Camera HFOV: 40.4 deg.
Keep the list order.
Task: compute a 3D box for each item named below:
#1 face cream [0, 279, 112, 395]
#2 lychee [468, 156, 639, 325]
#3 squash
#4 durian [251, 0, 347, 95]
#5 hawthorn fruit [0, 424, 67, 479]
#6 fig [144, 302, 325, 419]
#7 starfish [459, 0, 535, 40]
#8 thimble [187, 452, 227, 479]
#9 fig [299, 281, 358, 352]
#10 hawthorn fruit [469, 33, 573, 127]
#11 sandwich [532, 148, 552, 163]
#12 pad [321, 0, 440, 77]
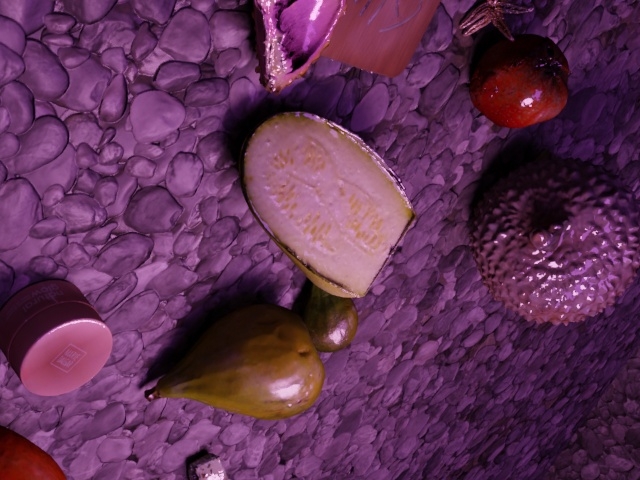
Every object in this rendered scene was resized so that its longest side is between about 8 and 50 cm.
[{"bbox_3d":[-0.407,0.148,1.327,0.149,0.104,0.149,-27,140,-26],"label":"face cream"},{"bbox_3d":[0.528,0.002,1.924,0.380,0.380,0.432,-55,158,9],"label":"lychee"},{"bbox_3d":[0.000,-0.080,1.451,0.233,0.210,0.309,-54,150,-12],"label":"squash"},{"bbox_3d":[-0.044,-0.367,1.227,0.191,0.112,0.341,-44,153,-21],"label":"durian"},{"bbox_3d":[-0.526,0.420,1.335,0.295,0.295,0.311,-13,108,-38],"label":"hawthorn fruit"},{"bbox_3d":[-0.136,0.252,1.600,0.314,0.233,0.233,-33,142,-28],"label":"fig"},{"bbox_3d":[0.322,-0.433,1.586,0.133,0.041,0.130,3,107,1],"label":"starfish"},{"bbox_3d":[-0.239,0.503,1.847,0.062,0.084,0.110,-25,140,-28],"label":"thimble"},{"bbox_3d":[0.013,0.141,1.748,0.123,0.123,0.156,-30,129,-23],"label":"fig"},{"bbox_3d":[0.361,-0.290,1.668,0.181,0.181,0.235,-12,168,-39],"label":"hawthorn fruit"},{"bbox_3d":[0.514,-0.172,2.041,0.083,0.031,0.044,-48,140,3],"label":"sandwich"},{"bbox_3d":[0.107,-0.413,1.406,0.284,0.018,0.286,5,120,-47],"label":"pad"}]
